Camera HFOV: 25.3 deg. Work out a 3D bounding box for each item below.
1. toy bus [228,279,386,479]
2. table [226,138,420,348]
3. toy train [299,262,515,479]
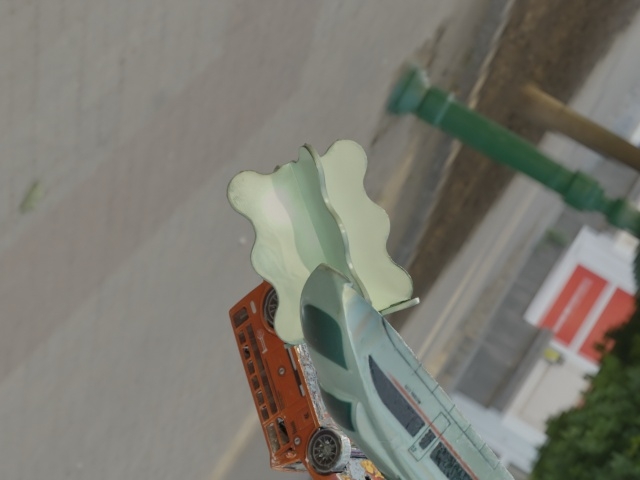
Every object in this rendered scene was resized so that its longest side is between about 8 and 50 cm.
[{"bbox_3d":[-0.012,0.213,1.976,0.153,0.329,0.143,-36,149,30],"label":"toy bus"},{"bbox_3d":[0.000,0.000,1.543,0.166,0.198,0.166,-20,177,-1],"label":"table"},{"bbox_3d":[0.076,0.168,1.272,0.088,0.086,0.407,-48,132,-11],"label":"toy train"}]
